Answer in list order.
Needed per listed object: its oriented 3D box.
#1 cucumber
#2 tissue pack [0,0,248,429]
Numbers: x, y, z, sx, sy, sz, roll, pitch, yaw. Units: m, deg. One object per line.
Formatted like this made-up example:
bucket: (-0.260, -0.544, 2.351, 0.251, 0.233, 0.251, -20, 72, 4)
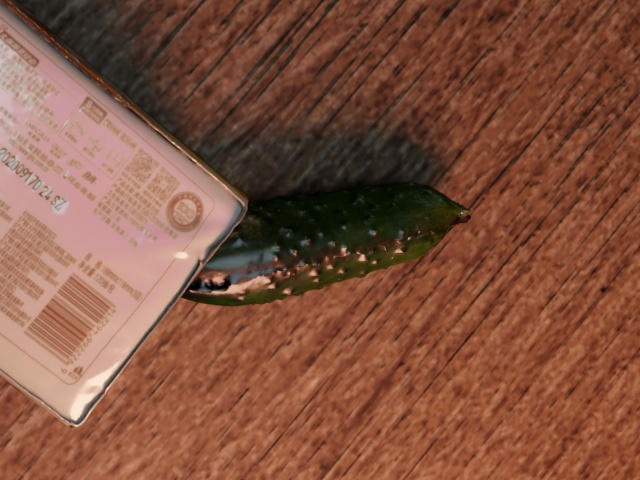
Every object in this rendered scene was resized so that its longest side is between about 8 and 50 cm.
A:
cucumber: (0.000, 0.000, 1.284, 0.227, 0.069, 0.069, -12, 106, -25)
tissue pack: (-0.188, -0.030, 1.157, 0.225, 0.124, 0.185, 40, 83, -26)
